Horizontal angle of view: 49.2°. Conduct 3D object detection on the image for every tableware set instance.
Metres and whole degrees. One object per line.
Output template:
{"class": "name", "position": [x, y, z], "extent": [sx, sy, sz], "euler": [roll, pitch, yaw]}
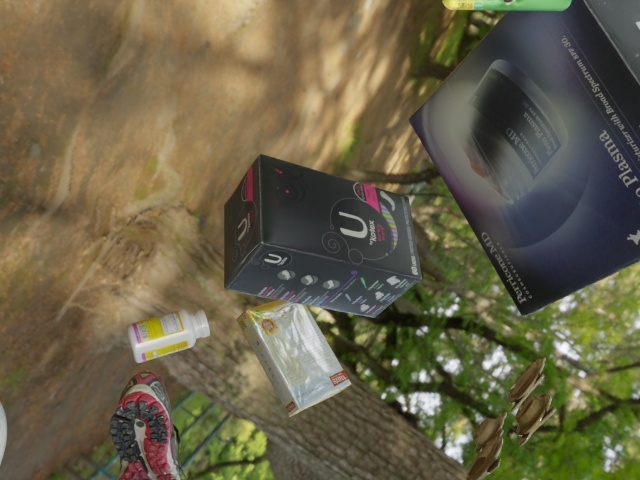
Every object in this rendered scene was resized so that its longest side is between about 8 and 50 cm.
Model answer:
{"class": "tableware set", "position": [0.216, 0.208, 0.799], "extent": [0.141, 0.020, 0.168], "euler": [-54, 175, 17]}

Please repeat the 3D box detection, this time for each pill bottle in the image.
{"class": "pill bottle", "position": [-0.165, 0.101, 0.760], "extent": [0.083, 0.043, 0.043], "euler": [-15, 158, -18]}

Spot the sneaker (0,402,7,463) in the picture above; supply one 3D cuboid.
{"class": "sneaker", "position": [-0.285, 0.142, 0.345], "extent": [0.240, 0.091, 0.126], "euler": [-35, 143, -6]}

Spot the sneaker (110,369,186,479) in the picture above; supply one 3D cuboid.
{"class": "sneaker", "position": [-0.291, 0.365, 1.210], "extent": [0.112, 0.120, 0.299], "euler": [-98, -167, -63]}

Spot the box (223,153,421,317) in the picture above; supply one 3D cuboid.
{"class": "box", "position": [0.000, 0.000, 1.083], "extent": [0.143, 0.270, 0.165], "euler": [-48, -141, 46]}

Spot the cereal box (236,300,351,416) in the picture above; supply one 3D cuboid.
{"class": "cereal box", "position": [-0.056, 0.243, 1.519], "extent": [0.173, 0.240, 0.047], "euler": [-12, 156, -47]}

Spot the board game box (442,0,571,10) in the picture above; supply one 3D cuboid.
{"class": "board game box", "position": [0.166, -0.337, 0.624], "extent": [0.039, 0.124, 0.260], "euler": [-134, -137, -82]}

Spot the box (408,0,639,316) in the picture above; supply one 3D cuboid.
{"class": "box", "position": [0.297, -0.111, 0.794], "extent": [0.182, 0.296, 0.294], "euler": [-21, 166, -31]}
